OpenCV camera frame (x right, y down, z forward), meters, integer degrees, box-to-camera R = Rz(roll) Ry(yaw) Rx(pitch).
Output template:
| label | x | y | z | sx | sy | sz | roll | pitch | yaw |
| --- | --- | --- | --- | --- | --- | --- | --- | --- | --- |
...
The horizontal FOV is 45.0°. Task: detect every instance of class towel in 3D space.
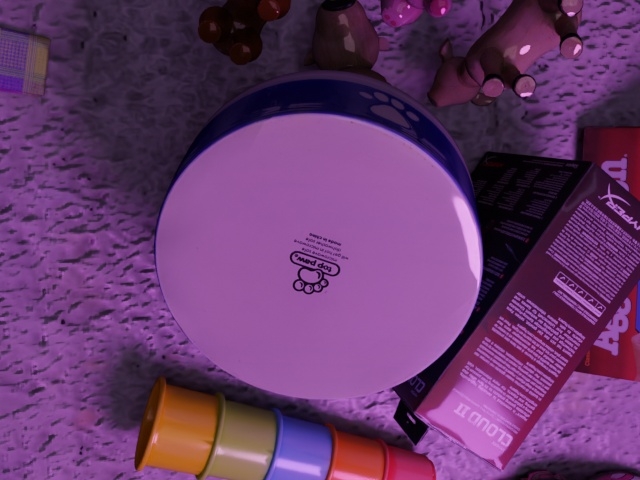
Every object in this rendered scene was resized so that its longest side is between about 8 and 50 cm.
| label | x | y | z | sx | sy | sz | roll | pitch | yaw |
| --- | --- | --- | --- | --- | --- | --- | --- | --- | --- |
| towel | -0.300 | -0.170 | 0.729 | 0.083 | 0.009 | 0.060 | 7 | 97 | -14 |

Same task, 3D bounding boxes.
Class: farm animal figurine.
| label | x | y | z | sx | sy | sz | roll | pitch | yaw |
| --- | --- | --- | --- | --- | --- | --- | --- | --- | --- |
| farm animal figurine | 0.056 | -0.141 | 0.730 | 0.330 | 0.172 | 0.327 | 8 | 116 | 0 |

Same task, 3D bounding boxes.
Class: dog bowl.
| label | x | y | z | sx | sy | sz | roll | pitch | yaw |
| --- | --- | --- | --- | --- | --- | --- | --- | --- | --- |
| dog bowl | 0.000 | 0.000 | 0.648 | 0.264 | 0.104 | 0.265 | 2 | 118 | 4 |

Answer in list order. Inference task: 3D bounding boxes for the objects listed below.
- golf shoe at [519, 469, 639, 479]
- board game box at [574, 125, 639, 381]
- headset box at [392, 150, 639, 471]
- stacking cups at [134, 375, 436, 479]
| label | x | y | z | sx | sy | sz | roll | pitch | yaw |
| --- | --- | --- | --- | --- | --- | --- | --- | --- | --- |
| golf shoe | 0.327 | 0.314 | 0.903 | 0.186 | 0.086 | 0.068 | 3 | 97 | -14 |
| board game box | 0.357 | 0.017 | 0.845 | 0.145 | 0.027 | 0.282 | 5 | 101 | 32 |
| headset box | 0.161 | 0.064 | 0.758 | 0.110 | 0.218 | 0.293 | 36 | 89 | -15 |
| stacking cups | -0.027 | 0.224 | 0.805 | 0.316 | 0.096 | 0.096 | 17 | 95 | -14 |
